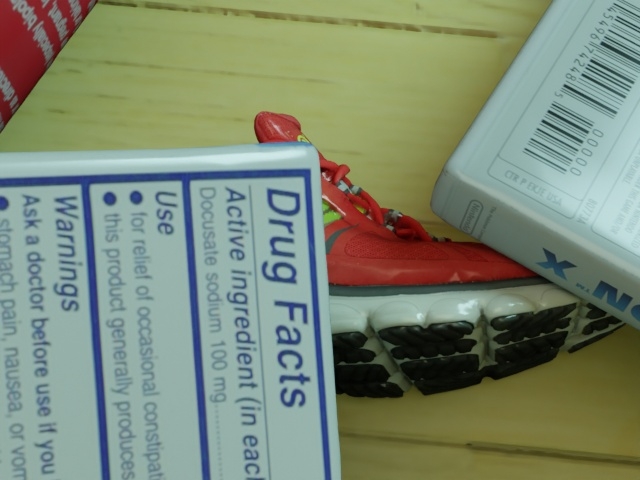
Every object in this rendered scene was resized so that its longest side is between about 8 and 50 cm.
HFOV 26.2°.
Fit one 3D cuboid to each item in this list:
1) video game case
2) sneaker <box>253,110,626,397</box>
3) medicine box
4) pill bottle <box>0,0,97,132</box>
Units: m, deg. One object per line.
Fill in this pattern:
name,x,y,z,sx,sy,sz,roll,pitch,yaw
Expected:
video game case,0.250,-0.060,0.594,0.300,0.036,0.329,30,59,8
sneaker,0.000,0.000,0.594,0.279,0.107,0.118,1,69,0
medicine box,-0.145,0.110,0.413,0.289,0.149,0.263,-4,90,-30
pill bottle,-0.199,-0.150,0.571,0.229,0.229,0.407,31,77,9
